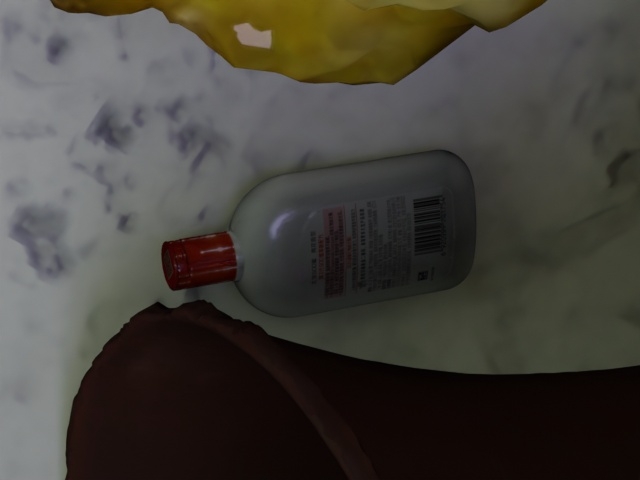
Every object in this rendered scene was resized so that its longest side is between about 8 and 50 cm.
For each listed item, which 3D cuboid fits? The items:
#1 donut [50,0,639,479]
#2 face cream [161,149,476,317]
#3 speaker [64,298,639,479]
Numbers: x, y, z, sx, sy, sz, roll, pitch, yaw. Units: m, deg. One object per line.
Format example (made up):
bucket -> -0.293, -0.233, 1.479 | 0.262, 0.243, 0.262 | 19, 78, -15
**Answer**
donut -> 0.125, -0.049, 0.377 | 0.377, 0.163, 0.435 | -33, 95, -36
face cream -> 0.000, 0.000, 0.520 | 0.083, 0.021, 0.040 | -9, 114, -19
speaker -> 0.113, 0.126, 0.536 | 0.329, 0.198, 0.259 | -5, 100, -30
